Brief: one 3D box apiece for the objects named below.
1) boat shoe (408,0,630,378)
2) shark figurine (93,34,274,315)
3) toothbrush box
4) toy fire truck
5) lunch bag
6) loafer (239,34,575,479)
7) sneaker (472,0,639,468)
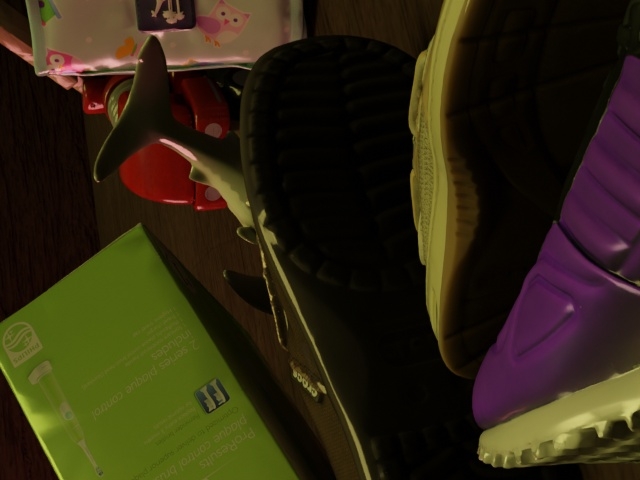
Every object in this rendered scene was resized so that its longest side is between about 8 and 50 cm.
[{"bbox_3d":[0.084,-0.069,0.587,0.302,0.109,0.098,93,164,-47],"label":"boat shoe"},{"bbox_3d":[-0.011,-0.023,0.928,0.278,0.116,0.166,48,-155,-3],"label":"shark figurine"},{"bbox_3d":[-0.053,0.159,0.847,0.283,0.122,0.206,56,-179,29],"label":"toothbrush box"},{"bbox_3d":[-0.164,-0.129,1.239,0.217,0.246,0.159,-117,26,-57],"label":"toy fire truck"},{"bbox_3d":[-0.129,-0.259,1.109,0.160,0.223,0.262,-178,83,-83],"label":"lunch bag"},{"bbox_3d":[0.027,0.049,0.779,0.130,0.133,0.366,109,153,-57],"label":"loafer"},{"bbox_3d":[0.128,-0.015,0.463,0.293,0.102,0.146,127,141,-62],"label":"sneaker"}]
